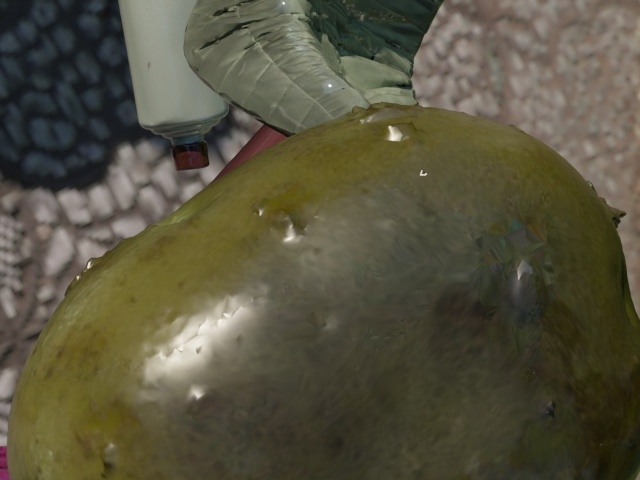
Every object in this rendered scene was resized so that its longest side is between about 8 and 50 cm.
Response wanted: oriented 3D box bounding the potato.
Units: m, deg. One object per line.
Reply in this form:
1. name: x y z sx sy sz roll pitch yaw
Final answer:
1. potato: 0.009 0.061 0.974 0.359 0.219 0.269 -8 86 -27

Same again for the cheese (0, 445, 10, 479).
1. cheese: -0.310 0.252 1.808 0.155 0.244 0.062 0 100 -18

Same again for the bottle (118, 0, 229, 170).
1. bottle: -0.163 -0.199 2.061 0.104 0.104 0.245 -25 109 -56

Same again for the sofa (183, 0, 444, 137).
1. sofa: 0.045 -0.162 1.312 0.210 0.176 0.225 29 90 -56

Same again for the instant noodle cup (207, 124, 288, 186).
1. instant noodle cup: 0.000 0.000 1.516 0.235 0.235 0.178 49 54 -24
